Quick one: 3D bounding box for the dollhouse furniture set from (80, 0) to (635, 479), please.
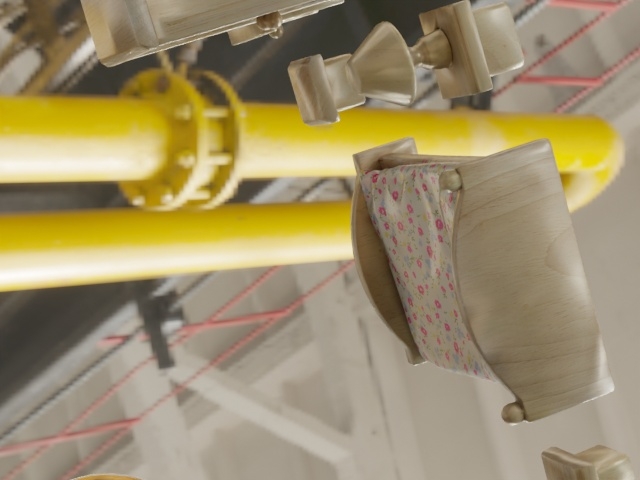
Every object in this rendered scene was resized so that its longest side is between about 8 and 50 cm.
[{"bbox_3d":[0.000,0.000,0.874,0.303,0.173,0.356,-171,-116,-72],"label":"dollhouse furniture set"}]

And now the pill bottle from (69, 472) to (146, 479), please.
[{"bbox_3d":[-0.141,0.258,0.998,0.278,0.162,0.162,-158,-112,-80],"label":"pill bottle"}]
